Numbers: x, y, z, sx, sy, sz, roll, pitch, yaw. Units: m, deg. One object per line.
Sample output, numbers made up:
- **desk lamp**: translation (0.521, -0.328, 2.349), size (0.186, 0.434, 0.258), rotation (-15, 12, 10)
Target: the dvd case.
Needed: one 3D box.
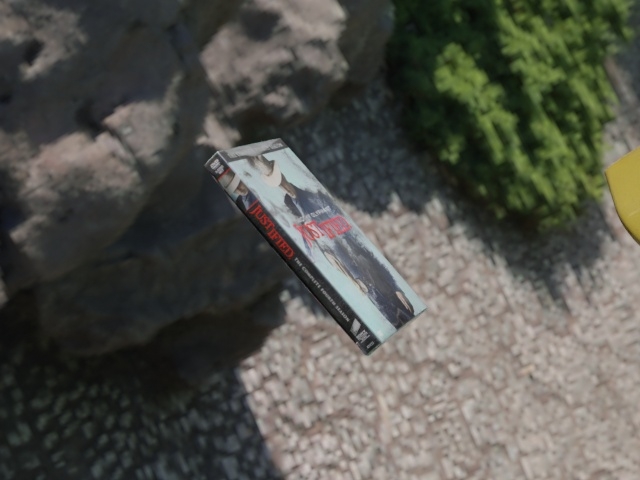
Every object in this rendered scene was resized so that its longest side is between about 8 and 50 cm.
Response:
- **dvd case**: translation (0.000, 0.000, 0.685), size (0.119, 0.013, 0.087), rotation (48, 20, 7)

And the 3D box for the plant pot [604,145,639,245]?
- **plant pot**: translation (0.231, -0.015, 0.849), size (0.081, 0.081, 0.083), rotation (40, 34, -22)
